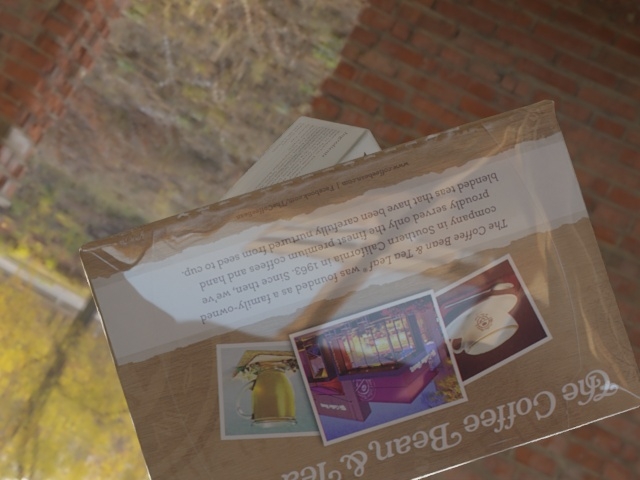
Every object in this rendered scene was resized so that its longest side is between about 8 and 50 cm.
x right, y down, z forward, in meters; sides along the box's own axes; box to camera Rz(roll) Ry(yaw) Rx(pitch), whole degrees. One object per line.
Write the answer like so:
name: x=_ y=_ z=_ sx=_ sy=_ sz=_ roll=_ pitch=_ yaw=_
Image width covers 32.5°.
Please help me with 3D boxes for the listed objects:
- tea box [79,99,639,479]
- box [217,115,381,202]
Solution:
tea box: x=0.028 y=0.058 z=0.857 sx=0.323 sy=0.329 sz=0.219 roll=158 pitch=94 yaw=-89
box: x=0.000 y=0.000 z=1.141 sx=0.119 sy=0.182 sz=0.181 roll=19 pitch=150 yaw=50
